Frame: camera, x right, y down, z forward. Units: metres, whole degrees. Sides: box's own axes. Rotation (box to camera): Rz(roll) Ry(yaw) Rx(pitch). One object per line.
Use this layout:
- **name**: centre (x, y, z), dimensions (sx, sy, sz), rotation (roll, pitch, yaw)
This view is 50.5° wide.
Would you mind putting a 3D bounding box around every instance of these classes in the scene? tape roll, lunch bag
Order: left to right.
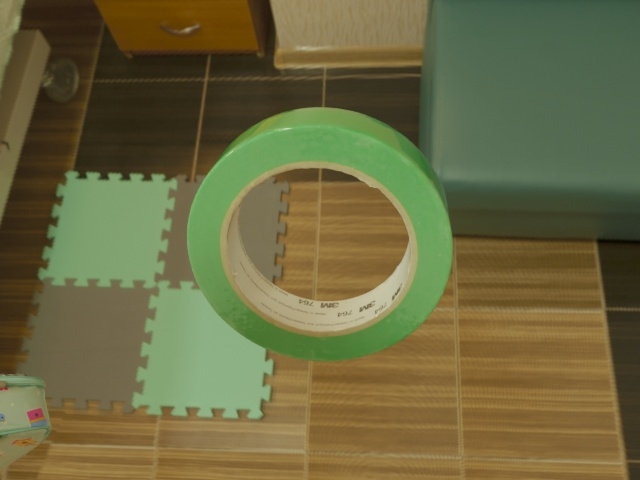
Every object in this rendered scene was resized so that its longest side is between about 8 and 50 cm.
- **lunch bag**: centre (-0.560, 0.288, 1.025), dimensions (0.279, 0.224, 0.107), rotation (-35, 59, 33)
- **tape roll**: centre (0.000, 0.000, 0.843), dimensions (0.322, 0.321, 0.077), rotation (3, 28, 6)
